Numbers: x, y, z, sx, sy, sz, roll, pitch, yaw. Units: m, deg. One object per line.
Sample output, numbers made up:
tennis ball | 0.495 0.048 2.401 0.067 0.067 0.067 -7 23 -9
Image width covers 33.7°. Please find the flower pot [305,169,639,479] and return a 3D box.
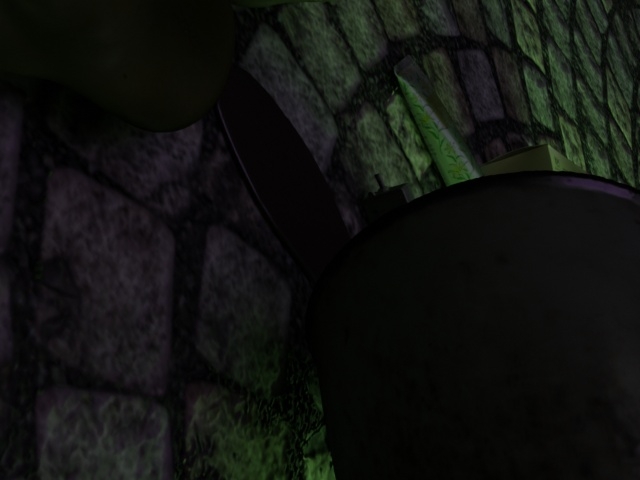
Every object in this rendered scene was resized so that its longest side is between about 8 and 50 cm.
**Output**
flower pot | 0.155 0.167 0.701 0.293 0.294 0.330 41 28 -42

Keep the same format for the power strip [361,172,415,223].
power strip | 0.079 0.000 0.975 0.019 0.051 0.136 -37 106 -52

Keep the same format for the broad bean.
broad bean | -0.138 -0.160 0.657 0.263 0.121 0.189 20 51 -72

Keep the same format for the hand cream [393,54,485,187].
hand cream | 0.134 -0.108 1.136 0.194 0.042 0.067 61 33 -11

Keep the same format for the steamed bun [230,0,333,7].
steamed bun | 0.018 -0.345 0.798 0.339 0.247 0.352 -70 162 -50

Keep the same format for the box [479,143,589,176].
box | 0.289 -0.008 1.290 0.212 0.095 0.168 18 57 -56

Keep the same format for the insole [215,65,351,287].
insole | 0.000 0.000 0.888 0.327 0.007 0.111 62 32 -18
